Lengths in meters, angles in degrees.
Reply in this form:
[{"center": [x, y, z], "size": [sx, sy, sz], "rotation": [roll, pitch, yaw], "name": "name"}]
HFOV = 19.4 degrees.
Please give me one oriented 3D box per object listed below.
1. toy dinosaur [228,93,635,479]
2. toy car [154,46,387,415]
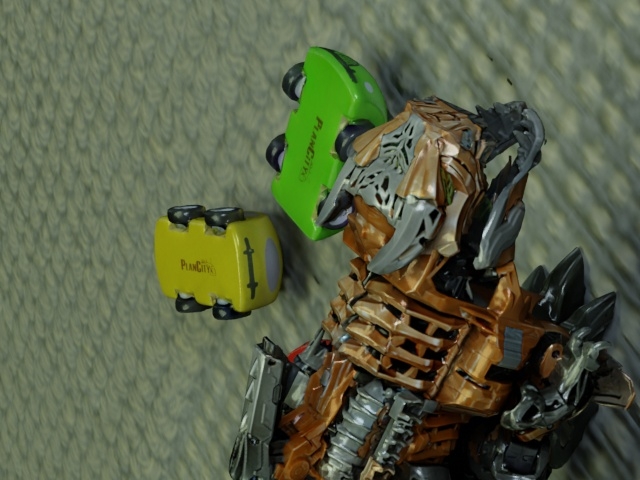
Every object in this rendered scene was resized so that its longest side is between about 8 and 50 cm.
[{"center": [0.049, 0.090, 0.773], "size": [0.164, 0.218, 0.322], "rotation": [57, 141, 31], "name": "toy dinosaur"}, {"center": [0.000, 0.000, 0.982], "size": [0.239, 0.053, 0.225], "rotation": [50, 136, 38], "name": "toy car"}]
